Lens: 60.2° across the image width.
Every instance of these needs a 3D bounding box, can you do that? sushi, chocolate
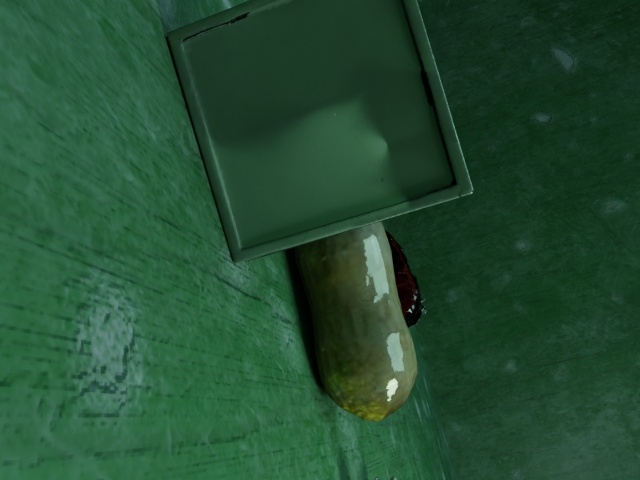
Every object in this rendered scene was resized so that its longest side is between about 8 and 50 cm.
[{"bbox_3d":[0.120,0.074,1.114,0.126,0.136,0.225,57,11,-64],"label":"sushi"},{"bbox_3d":[0.041,0.073,0.714,0.134,0.134,0.310,45,31,-69],"label":"chocolate"}]

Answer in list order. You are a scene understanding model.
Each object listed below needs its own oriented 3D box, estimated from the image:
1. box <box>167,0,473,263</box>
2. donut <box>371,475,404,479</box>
[{"bbox_3d":[0.003,-0.119,0.544,0.117,0.224,0.225,-14,88,-80],"label":"box"},{"bbox_3d":[0.087,0.352,0.676,0.166,0.065,0.117,44,30,-67],"label":"donut"}]
